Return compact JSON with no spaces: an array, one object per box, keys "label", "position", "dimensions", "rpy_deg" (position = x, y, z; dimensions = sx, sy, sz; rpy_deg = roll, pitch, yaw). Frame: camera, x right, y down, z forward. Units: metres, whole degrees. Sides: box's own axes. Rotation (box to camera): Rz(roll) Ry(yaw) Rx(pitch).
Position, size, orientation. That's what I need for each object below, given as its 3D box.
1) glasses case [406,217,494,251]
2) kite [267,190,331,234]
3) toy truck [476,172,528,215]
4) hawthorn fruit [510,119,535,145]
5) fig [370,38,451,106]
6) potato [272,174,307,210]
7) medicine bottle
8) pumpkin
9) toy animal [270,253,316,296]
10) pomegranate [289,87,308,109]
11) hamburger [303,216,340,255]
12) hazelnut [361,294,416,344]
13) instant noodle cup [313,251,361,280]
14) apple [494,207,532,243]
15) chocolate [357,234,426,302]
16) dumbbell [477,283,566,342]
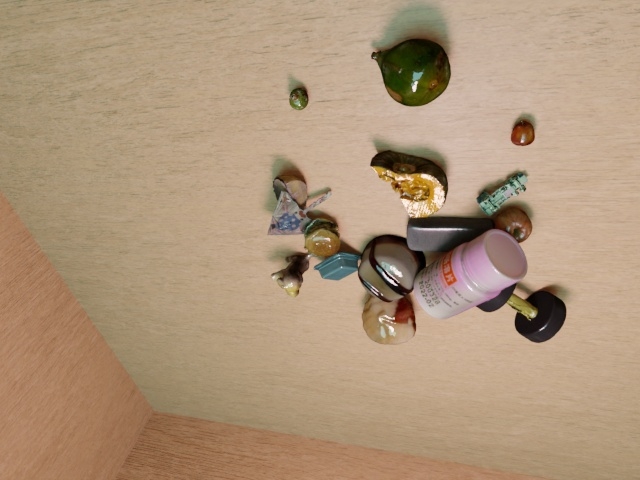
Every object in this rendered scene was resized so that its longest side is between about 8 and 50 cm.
[{"label":"glasses case","position":[0.495,-0.020,1.667],"dimensions":[0.322,0.074,0.131],"rpy_deg":[2,130,17]},{"label":"kite","position":[-0.084,-0.101,1.742],"dimensions":[0.314,0.012,0.335],"rpy_deg":[-31,143,11]},{"label":"toy truck","position":[0.629,-0.171,1.513],"dimensions":[0.175,0.081,0.067],"rpy_deg":[-41,110,19]},{"label":"hawthorn fruit","position":[0.637,-0.335,1.367],"dimensions":[0.077,0.077,0.077],"rpy_deg":[9,131,11]},{"label":"fig","position":[0.261,-0.513,1.289],"dimensions":[0.245,0.195,0.195],"rpy_deg":[46,137,25]},{"label":"potato","position":[-0.116,-0.193,1.737],"dimensions":[0.120,0.100,0.261],"rpy_deg":[45,160,30]},{"label":"medicine bottle","position":[0.535,0.131,1.588],"dimensions":[0.219,0.219,0.388],"rpy_deg":[32,144,-9]},{"label":"pumpkin","position":[0.309,-0.195,1.545],"dimensions":[0.280,0.139,0.190],"rpy_deg":[13,131,10]},{"label":"toy animal","position":[-0.120,0.152,1.920],"dimensions":[0.168,0.233,0.121],"rpy_deg":[-26,112,42]},{"label":"pomegranate","position":[-0.075,-0.485,1.471],"dimensions":[0.073,0.073,0.084],"rpy_deg":[7,160,13]},{"label":"hamburger","position":[0.000,0.000,1.788],"dimensions":[0.159,0.131,0.185],"rpy_deg":[19,132,-28]},{"label":"hazelnut","position":[0.308,0.346,1.955],"dimensions":[0.261,0.241,0.261],"rpy_deg":[5,102,24]},{"label":"instant noodle cup","position":[0.078,0.117,1.873],"dimensions":[0.157,0.070,0.179],"rpy_deg":[11,147,-45]},{"label":"apple","position":[0.688,-0.051,1.556],"dimensions":[0.125,0.102,0.126],"rpy_deg":[2,118,3]},{"label":"chocolate","position":[0.283,0.136,1.793],"dimensions":[0.283,0.186,0.284],"rpy_deg":[9,131,11]},{"label":"dumbbell","position":[0.768,0.240,1.707],"dimensions":[0.322,0.204,0.204],"rpy_deg":[31,131,-8]}]
